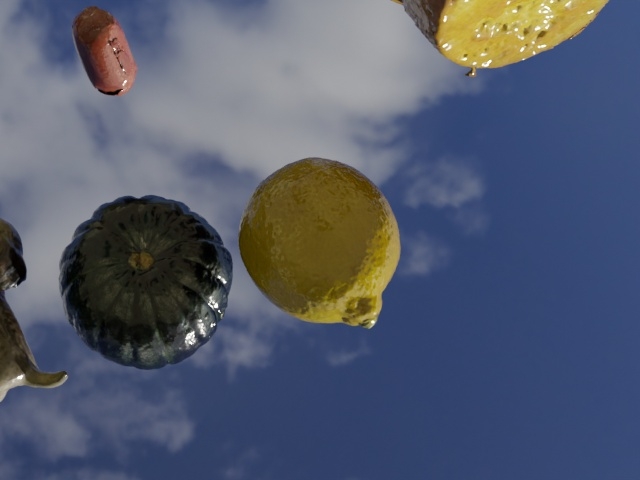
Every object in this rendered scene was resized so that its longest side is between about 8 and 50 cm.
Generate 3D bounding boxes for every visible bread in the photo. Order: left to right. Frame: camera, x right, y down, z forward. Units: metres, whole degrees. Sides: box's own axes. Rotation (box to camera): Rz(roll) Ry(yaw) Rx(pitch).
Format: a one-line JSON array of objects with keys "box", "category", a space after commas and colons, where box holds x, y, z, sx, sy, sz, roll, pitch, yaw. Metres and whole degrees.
[{"box": [0.274, -0.428, 1.622, 0.398, 0.398, 0.215, -13, -115, -25], "category": "bread"}]

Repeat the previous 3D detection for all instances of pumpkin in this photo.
[{"box": [-0.215, 0.050, 1.430, 0.220, 0.162, 0.221, 1, -111, -4], "category": "pumpkin"}]

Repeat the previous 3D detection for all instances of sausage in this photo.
[{"box": [-0.310, -0.270, 1.649, 0.076, 0.141, 0.076, -6, -136, 6], "category": "sausage"}]

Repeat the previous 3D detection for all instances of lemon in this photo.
[{"box": [0.000, 0.000, 1.353, 0.186, 0.187, 0.244, -11, -129, -24], "category": "lemon"}]

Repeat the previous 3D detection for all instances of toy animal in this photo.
[{"box": [-0.408, 0.090, 1.355, 0.168, 0.121, 0.233, -25, -100, 4], "category": "toy animal"}]
